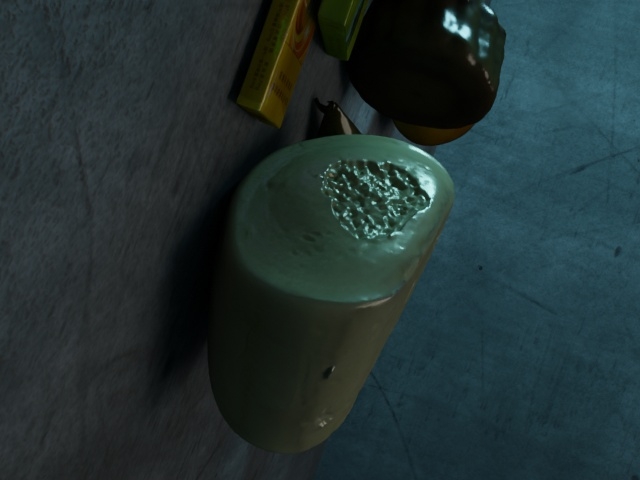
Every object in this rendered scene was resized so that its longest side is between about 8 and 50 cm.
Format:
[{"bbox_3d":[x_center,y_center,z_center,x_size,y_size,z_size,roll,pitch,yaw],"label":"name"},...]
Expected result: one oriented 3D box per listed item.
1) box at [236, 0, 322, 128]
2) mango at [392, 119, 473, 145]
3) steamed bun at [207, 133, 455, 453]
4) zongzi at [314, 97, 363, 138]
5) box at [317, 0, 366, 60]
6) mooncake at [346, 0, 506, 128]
[{"bbox_3d":[-0.038,-0.293,1.169,0.152,0.043,0.269,16,93,-84],"label":"box"},{"bbox_3d":[0.290,-0.369,2.190,0.378,0.221,0.264,-9,124,-66],"label":"mango"},{"bbox_3d":[-0.012,0.055,1.314,0.456,0.290,0.371,-52,165,-50],"label":"steamed bun"},{"bbox_3d":[0.000,0.000,1.635,0.447,0.181,0.418,-64,153,-9],"label":"zongzi"},{"bbox_3d":[0.050,-0.385,1.297,0.335,0.047,0.187,-50,160,-86],"label":"box"},{"bbox_3d":[0.196,-0.343,1.607,0.290,0.290,0.161,85,20,-66],"label":"mooncake"}]
